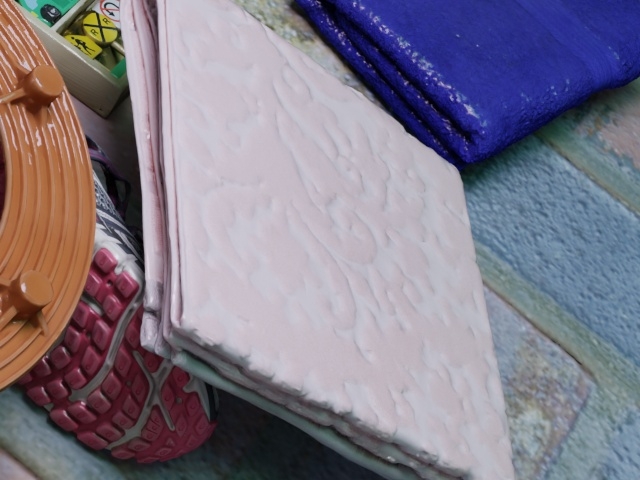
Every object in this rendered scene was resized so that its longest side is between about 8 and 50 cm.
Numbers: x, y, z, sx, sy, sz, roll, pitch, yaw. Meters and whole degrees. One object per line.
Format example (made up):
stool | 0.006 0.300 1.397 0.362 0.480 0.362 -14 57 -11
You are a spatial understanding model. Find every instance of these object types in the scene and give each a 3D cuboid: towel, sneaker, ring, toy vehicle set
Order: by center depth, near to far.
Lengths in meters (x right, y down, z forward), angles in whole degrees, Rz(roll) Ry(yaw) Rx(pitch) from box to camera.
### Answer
ring | -0.248 -0.067 0.825 0.336 0.032 0.337 26 48 -33
sneaker | -0.152 0.000 1.006 0.299 0.121 0.112 55 32 10
towel | 0.000 0.000 1.067 0.332 0.053 0.317 33 37 -40
toy vehicle set | -0.158 -0.221 1.234 0.166 0.035 0.267 36 45 -2
towel | 0.143 -0.184 1.377 0.227 0.076 0.308 45 45 17
